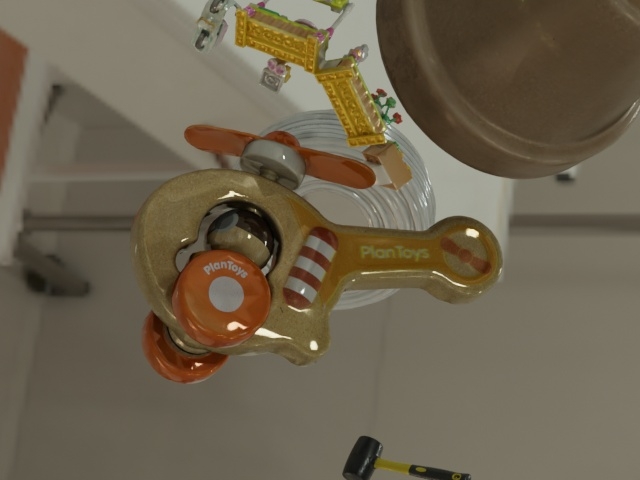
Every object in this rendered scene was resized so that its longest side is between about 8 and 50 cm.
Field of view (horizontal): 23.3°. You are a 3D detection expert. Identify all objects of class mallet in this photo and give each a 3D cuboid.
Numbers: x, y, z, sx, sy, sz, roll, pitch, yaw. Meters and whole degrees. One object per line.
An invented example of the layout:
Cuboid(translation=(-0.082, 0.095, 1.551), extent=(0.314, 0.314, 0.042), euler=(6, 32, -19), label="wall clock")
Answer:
Cuboid(translation=(0.107, 0.301, 1.988), extent=(0.062, 0.190, 0.039), euler=(-57, 132, -20), label="mallet")

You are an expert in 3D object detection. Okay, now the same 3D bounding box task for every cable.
Cuboid(translation=(0.010, -0.034, 1.885), extent=(0.089, 0.257, 0.257), euler=(-74, 164, -56), label="cable")

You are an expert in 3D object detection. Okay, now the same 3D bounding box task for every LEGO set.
Cuboid(translation=(0.010, -0.187, 1.640), extent=(0.287, 0.132, 0.107), euler=(37, 49, -2), label="LEGO set")

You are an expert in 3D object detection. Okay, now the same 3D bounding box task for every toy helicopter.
Cuboid(translation=(0.000, 0.000, 1.428), extent=(0.355, 0.140, 0.235), euler=(1, 68, -20), label="toy helicopter")

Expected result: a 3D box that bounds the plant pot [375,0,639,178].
Cuboid(translation=(0.210, -0.205, 1.297), extent=(0.263, 0.229, 0.263), euler=(7, 73, -24), label="plant pot")
